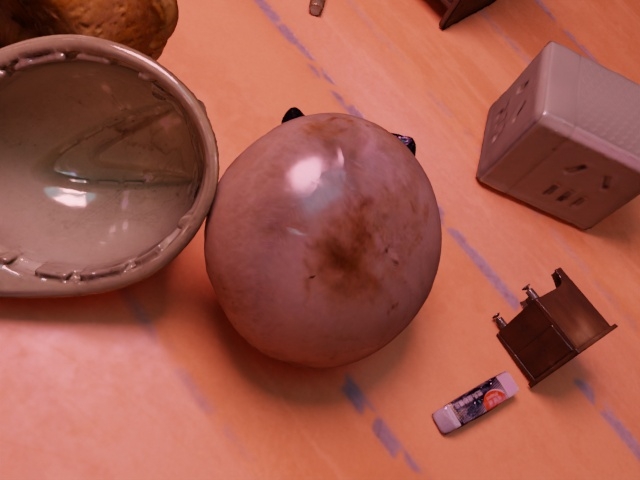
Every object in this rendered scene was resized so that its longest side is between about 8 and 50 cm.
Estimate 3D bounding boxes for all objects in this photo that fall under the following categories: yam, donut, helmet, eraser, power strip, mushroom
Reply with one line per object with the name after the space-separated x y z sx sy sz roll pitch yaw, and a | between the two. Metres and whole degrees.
0.002 -0.341 0.872 0.021 0.021 0.116 18 59 -12 | yam
-0.257 -0.254 0.600 0.261 0.208 0.128 42 61 -8 | donut
-0.209 -0.064 0.571 0.257 0.137 0.204 -10 103 -1 | helmet
0.155 0.159 0.656 0.099 0.019 0.027 -19 71 -30 | eraser
0.325 -0.112 0.802 0.224 0.140 0.139 24 56 -9 | power strip
0.000 0.000 0.596 0.226 0.178 0.226 -12 109 -40 | mushroom

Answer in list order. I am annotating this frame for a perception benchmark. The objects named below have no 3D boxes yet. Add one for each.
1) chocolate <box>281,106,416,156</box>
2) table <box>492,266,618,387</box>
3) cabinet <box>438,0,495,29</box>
0.027 -0.101 0.732 0.147 0.072 0.070 8 101 -8 | chocolate
0.237 0.088 0.692 0.070 0.083 0.082 -21 65 -33 | table
0.189 -0.434 0.880 0.148 0.215 0.175 -36 79 -33 | cabinet
